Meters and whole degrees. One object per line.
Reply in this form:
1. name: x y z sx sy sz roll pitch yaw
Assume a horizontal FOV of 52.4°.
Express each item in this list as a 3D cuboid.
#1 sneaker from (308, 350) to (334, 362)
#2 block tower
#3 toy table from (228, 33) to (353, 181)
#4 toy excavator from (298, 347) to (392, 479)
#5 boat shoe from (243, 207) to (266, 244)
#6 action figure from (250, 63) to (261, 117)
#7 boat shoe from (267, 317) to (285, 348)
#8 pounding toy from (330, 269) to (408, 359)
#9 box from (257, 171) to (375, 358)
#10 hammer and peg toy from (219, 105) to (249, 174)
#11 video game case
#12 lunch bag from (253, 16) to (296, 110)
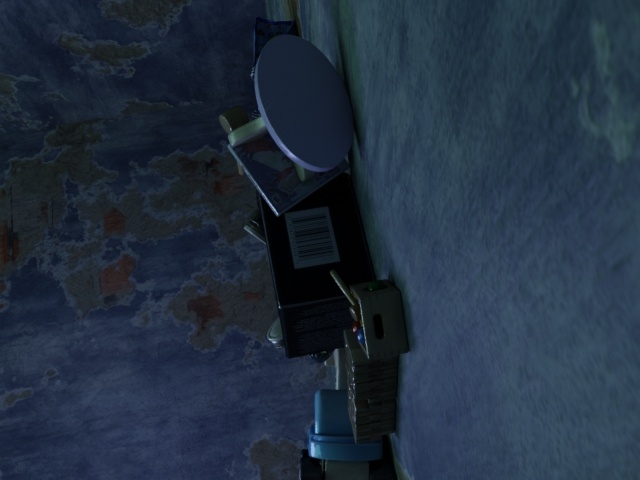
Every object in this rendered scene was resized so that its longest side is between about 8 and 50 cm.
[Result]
1. sneaker: 0.033 0.218 1.826 0.122 0.110 0.282 69 -149 -57
2. block tower: 0.104 0.300 1.354 0.335 0.091 0.097 86 172 -48
3. toy table: -0.052 -0.252 1.307 0.161 0.252 0.274 147 114 -70
4. toy excavator: 0.063 0.442 1.739 0.433 0.223 0.444 101 172 -80
5. boat shoe: -0.069 0.015 1.857 0.335 0.095 0.112 37 178 -34
6. action figure: -0.126 -0.402 1.812 0.276 0.141 0.163 163 110 -87
7. boat shoe: -0.033 0.233 1.928 0.324 0.117 0.096 -40 -61 -46
8. pounding toy: 0.084 0.123 1.153 0.130 0.100 0.141 -130 31 -80
9. box: -0.011 0.075 1.540 0.395 0.212 0.293 92 167 -65
10. hammer and peg toy: -0.101 -0.195 1.700 0.361 0.127 0.266 47 163 15
11. video game case: -0.065 -0.179 1.387 0.183 0.201 0.023 55 161 -2
12. lunch bag: -0.163 -0.526 2.076 0.221 0.138 0.293 88 -169 -57
